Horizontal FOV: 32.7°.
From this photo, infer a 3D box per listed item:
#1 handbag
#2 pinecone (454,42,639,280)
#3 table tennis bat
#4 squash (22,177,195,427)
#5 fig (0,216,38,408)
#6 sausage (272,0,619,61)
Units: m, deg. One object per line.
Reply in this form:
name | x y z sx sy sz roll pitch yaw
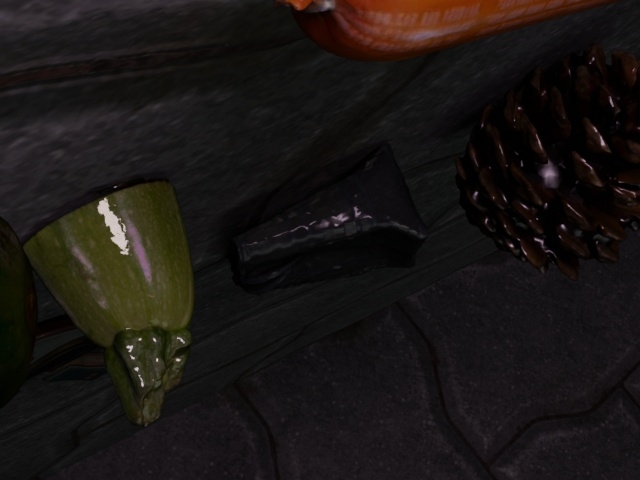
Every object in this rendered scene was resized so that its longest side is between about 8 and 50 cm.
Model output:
handbag | 0.000 0.000 0.980 0.175 0.088 0.270 -21 171 -3
pinecone | 0.221 -0.071 0.959 0.204 0.179 0.184 -48 -170 13
table tennis bat | -0.258 0.115 1.006 0.173 0.022 0.301 -29 170 3
squash | -0.108 0.042 0.662 0.105 0.132 0.105 -26 171 -5
fig | -0.213 0.044 0.478 0.178 0.117 0.117 -16 169 -13
sausage | 0.067 -0.122 0.471 0.234 0.071 0.071 -21 169 -39
